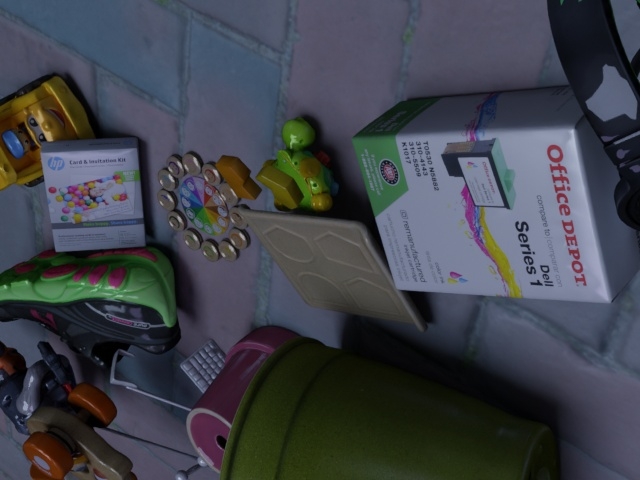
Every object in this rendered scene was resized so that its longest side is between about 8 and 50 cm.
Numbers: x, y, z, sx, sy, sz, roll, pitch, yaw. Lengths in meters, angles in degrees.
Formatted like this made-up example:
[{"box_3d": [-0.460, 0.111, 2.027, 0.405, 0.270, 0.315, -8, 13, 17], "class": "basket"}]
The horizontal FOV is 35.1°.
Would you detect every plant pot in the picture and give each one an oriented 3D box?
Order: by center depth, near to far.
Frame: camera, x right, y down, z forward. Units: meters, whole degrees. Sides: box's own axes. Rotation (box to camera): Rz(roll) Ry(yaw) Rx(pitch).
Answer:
[{"box_3d": [0.111, 0.326, 1.311, 0.353, 0.366, 0.366, 5, 121, 26], "class": "plant pot"}, {"box_3d": [-0.097, 0.258, 1.539, 0.201, 0.180, 0.201, 23, 131, 30], "class": "plant pot"}]

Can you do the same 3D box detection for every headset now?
[{"box_3d": [0.349, -0.107, 0.861, 0.185, 0.243, 0.394, -24, 119, 40], "class": "headset"}]

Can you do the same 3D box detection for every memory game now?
[{"box_3d": [-0.178, -0.047, 1.524, 0.186, 0.012, 0.186, 23, 131, 30], "class": "memory game"}]

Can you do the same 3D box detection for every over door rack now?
[{"box_3d": [-0.254, 0.340, 1.713, 0.324, 0.108, 0.239, 32, 144, -10], "class": "over door rack"}]

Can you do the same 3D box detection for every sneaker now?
[{"box_3d": [-0.424, 0.126, 1.740, 0.482, 0.185, 0.202, 0, 114, 44], "class": "sneaker"}]

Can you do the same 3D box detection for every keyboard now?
[{"box_3d": [-0.122, 0.280, 1.657, 0.256, 0.072, 0.014, 49, 144, 4], "class": "keyboard"}]

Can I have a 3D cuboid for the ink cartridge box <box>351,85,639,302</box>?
[{"box_3d": [0.197, -0.050, 1.106, 0.278, 0.117, 0.201, 2, 119, 41], "class": "ink cartridge box"}]

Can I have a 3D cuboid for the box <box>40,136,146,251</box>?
[{"box_3d": [-0.350, -0.070, 1.579, 0.038, 0.145, 0.186, -105, 14, -54], "class": "box"}]

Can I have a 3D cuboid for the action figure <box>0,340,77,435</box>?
[{"box_3d": [-0.563, 0.283, 1.912, 0.330, 0.178, 0.341, 35, 158, 19], "class": "action figure"}]

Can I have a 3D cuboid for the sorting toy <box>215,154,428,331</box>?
[{"box_3d": [0.000, 0.000, 1.310, 0.229, 0.041, 0.307, 12, 148, 39], "class": "sorting toy"}]

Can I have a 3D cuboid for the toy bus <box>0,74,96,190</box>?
[{"box_3d": [-0.494, -0.147, 1.592, 0.220, 0.211, 0.149, -16, 105, 45], "class": "toy bus"}]

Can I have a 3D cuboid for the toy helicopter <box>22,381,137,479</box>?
[{"box_3d": [-0.350, 0.410, 1.690, 0.355, 0.140, 0.235, 44, 144, -8], "class": "toy helicopter"}]

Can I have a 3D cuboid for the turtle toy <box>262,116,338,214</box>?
[{"box_3d": [-0.022, -0.093, 1.310, 0.095, 0.066, 0.130, 3, 119, 44], "class": "turtle toy"}]
